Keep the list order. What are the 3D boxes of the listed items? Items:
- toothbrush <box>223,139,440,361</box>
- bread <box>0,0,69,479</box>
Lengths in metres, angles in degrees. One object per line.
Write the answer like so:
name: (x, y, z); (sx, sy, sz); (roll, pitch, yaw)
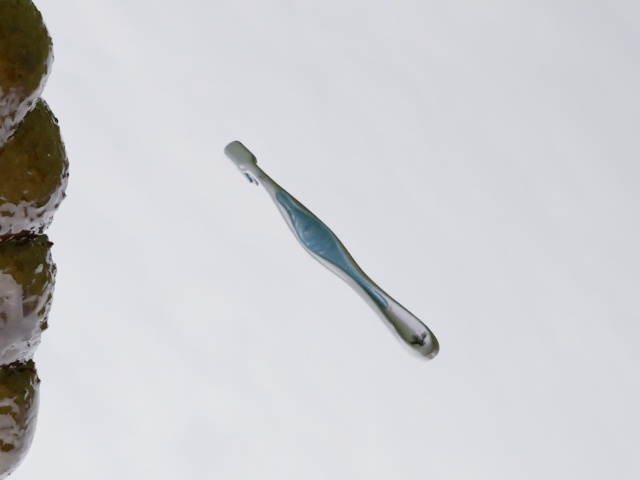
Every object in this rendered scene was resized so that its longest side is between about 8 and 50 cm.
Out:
toothbrush: (0.000, 0.000, 0.590); (0.162, 0.014, 0.017); (45, 170, 49)
bread: (-0.186, 0.028, 0.721); (0.124, 0.344, 0.084); (1, -146, -13)
